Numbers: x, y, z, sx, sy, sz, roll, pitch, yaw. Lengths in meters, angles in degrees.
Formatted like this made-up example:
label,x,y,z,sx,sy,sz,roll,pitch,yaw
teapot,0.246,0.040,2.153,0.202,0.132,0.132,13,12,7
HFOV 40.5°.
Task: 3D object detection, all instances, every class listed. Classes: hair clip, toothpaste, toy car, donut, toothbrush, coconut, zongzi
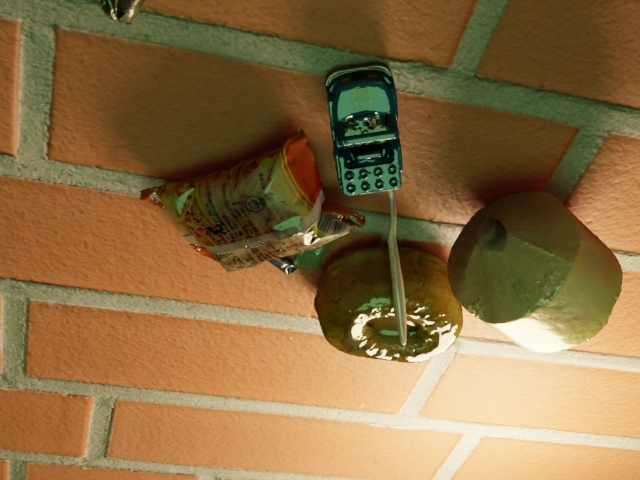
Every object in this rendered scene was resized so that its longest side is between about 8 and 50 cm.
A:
label,x,y,z,sx,sy,sz,roll,pitch,yaw
hair clip,0.000,-0.001,1.438,0.054,0.022,0.137,15,133,-21
toothpaste,-0.073,0.032,1.470,0.083,0.019,0.027,35,100,-35
toy car,0.065,-0.144,1.219,0.097,0.100,0.191,-9,120,0
donut,0.121,0.111,1.491,0.261,0.128,0.209,5,134,-10
toothbrush,0.112,0.020,1.363,0.029,0.025,0.307,-4,105,12
coconut,0.328,0.044,1.365,0.239,0.239,0.244,-36,129,29
zongzi,-0.261,-0.330,1.054,0.119,0.055,0.109,30,129,-16

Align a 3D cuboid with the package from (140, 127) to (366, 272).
label,x,y,z,sx,sy,sz,roll,pitch,yaw
package,-0.103,-0.044,1.326,0.288,0.108,0.223,-21,133,20
